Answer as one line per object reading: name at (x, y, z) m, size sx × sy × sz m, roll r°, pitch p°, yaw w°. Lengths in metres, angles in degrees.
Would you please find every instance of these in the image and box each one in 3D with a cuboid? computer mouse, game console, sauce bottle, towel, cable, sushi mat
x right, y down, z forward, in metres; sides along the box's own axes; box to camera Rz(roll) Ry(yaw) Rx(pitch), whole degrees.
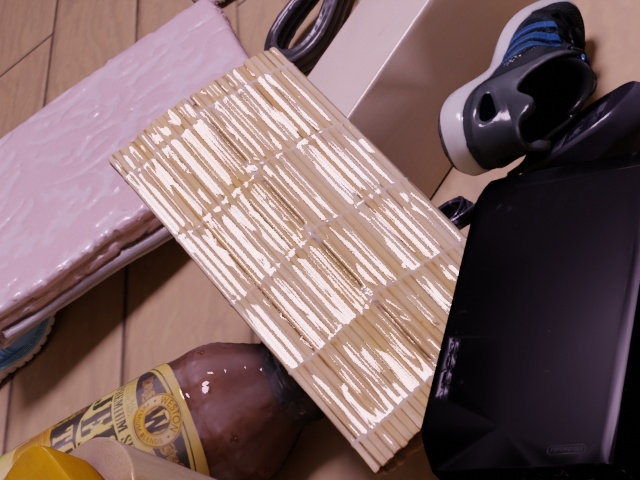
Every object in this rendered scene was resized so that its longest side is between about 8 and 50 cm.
computer mouse at (0.134, -0.030, 1.001) m, size 0.242 × 0.041 × 0.071 m, roll -34°, pitch 11°, yaw 33°
game console at (0.225, 0.030, 0.795) m, size 0.361 × 0.044 × 0.213 m, roll -10°, pitch 50°, yaw 35°
sauce bottle at (-0.103, 0.141, 1.021) m, size 0.344 × 0.111 × 0.111 m, roll -32°, pitch 36°, yaw 11°
towel at (-0.196, -0.073, 1.371) m, size 0.332 × 0.053 × 0.317 m, roll -34°, pitch 34°, yaw 2°
cable at (0.038, -0.274, 1.373) m, size 0.139 × 0.072 × 0.287 m, roll 0°, pitch 67°, yaw 29°
sushi mat at (0.000, 0.000, 0.977) m, size 0.151 × 0.019 × 0.316 m, roll -35°, pitch 59°, yaw -13°

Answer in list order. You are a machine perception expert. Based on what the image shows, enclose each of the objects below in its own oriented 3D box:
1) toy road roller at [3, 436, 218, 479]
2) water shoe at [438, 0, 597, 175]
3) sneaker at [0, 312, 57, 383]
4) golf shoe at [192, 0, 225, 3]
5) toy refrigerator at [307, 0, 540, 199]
toy road roller at (-0.081, 0.281, 0.788) m, size 0.241 × 0.202 × 0.329 m, roll -58°, pitch 34°, yaw 5°
water shoe at (0.154, -0.105, 0.992) m, size 0.080 × 0.073 × 0.203 m, roll -7°, pitch 30°, yaw 37°
sneaker at (-0.307, 0.090, 1.353) m, size 0.162 × 0.073 × 0.063 m, roll -48°, pitch 33°, yaw -2°
golf shoe at (-0.082, -0.308, 1.493) m, size 0.176 × 0.086 × 0.069 m, roll -30°, pitch 39°, yaw 29°
toy refrigerator at (0.064, -0.124, 1.116) m, size 0.094 × 0.102 × 0.269 m, roll 17°, pitch 70°, yaw 55°
